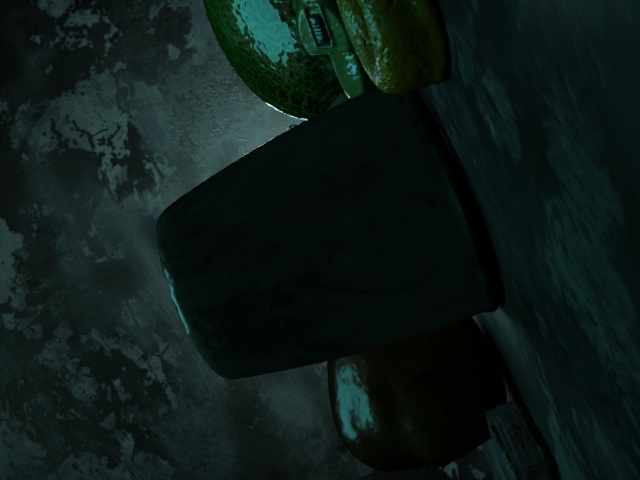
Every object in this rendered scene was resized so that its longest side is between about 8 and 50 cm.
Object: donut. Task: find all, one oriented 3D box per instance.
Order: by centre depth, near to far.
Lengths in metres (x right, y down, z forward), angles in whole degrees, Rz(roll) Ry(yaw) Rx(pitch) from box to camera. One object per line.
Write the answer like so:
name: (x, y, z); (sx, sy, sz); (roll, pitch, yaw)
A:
donut: (0.053, -0.185, 0.585); (0.152, 0.058, 0.152); (-23, -90, -89)

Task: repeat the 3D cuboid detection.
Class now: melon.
melon: (-0.042, -0.345, 1.036); (0.331, 0.226, 0.344); (-49, 51, 45)

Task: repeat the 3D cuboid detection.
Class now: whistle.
whistle: (0.017, -0.263, 0.822); (0.085, 0.105, 0.227); (-55, -45, -36)

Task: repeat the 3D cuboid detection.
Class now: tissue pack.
tissue pack: (0.277, 0.305, 0.974); (0.109, 0.060, 0.148); (-110, -5, -53)

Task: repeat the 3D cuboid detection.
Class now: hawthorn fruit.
hawthorn fruit: (0.132, 0.198, 1.115); (0.268, 0.267, 0.301); (54, -161, -76)

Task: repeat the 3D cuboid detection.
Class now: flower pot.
flower pot: (0.000, 0.000, 0.843); (0.293, 0.330, 0.294); (-21, -90, -86)

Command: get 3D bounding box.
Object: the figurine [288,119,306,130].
figurine: (0.042, -0.183, 1.148); (0.179, 0.154, 0.262); (24, -159, -19)
